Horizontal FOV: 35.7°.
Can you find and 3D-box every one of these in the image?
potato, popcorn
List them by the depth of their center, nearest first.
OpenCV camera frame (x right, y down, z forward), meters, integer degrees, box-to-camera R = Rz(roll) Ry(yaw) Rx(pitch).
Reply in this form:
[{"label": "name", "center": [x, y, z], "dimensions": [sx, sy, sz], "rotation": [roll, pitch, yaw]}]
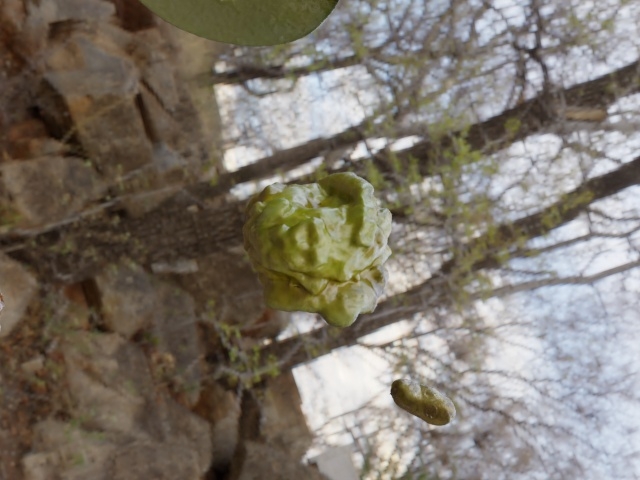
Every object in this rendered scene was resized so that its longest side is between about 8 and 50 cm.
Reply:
[{"label": "popcorn", "center": [-0.003, 0.005, 1.179], "dimensions": [0.197, 0.197, 0.156], "rotation": [-131, -147, -51]}, {"label": "potato", "center": [0.130, 0.207, 1.276], "dimensions": [0.045, 0.092, 0.046], "rotation": [-70, 162, 7]}]

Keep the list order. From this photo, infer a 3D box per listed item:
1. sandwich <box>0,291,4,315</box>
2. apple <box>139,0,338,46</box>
[{"label": "sandwich", "center": [-0.335, 0.080, 0.737], "dimensions": [0.301, 0.162, 0.250], "rotation": [-22, 120, -69]}, {"label": "apple", "center": [-0.078, -0.419, 1.240], "dimensions": [0.320, 0.360, 0.312], "rotation": [5, -111, 43]}]
